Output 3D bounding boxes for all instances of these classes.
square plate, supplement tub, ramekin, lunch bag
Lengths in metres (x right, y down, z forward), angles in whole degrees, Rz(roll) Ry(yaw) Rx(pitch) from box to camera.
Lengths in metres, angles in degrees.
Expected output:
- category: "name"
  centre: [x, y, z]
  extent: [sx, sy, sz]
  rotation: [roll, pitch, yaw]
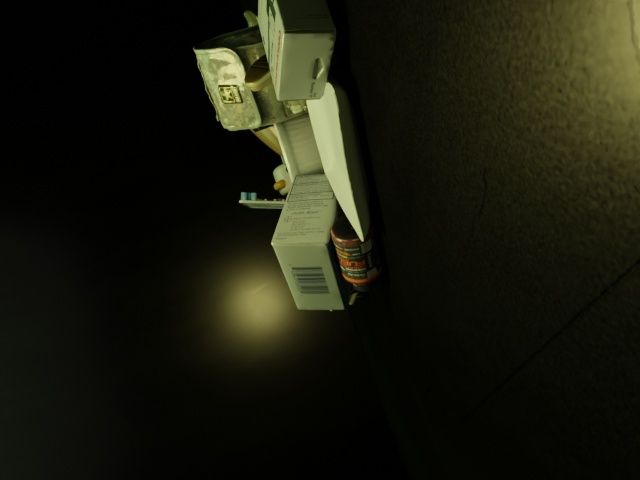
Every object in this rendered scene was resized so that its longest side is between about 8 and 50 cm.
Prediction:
- category: "square plate"
  centre: [0.033, -0.225, 0.966]
  extent: [0.347, 0.049, 0.344]
  rotation: [-113, 6, -52]
- category: "supplement tub"
  centre: [0.094, 0.036, 1.065]
  extent: [0.106, 0.106, 0.197]
  rotation: [-112, 3, -49]
- category: "ramekin"
  centre: [-0.048, -0.274, 1.355]
  extent: [0.277, 0.135, 0.277]
  rotation: [162, 90, -88]
- category: "lunch bag"
  centre: [-0.176, -0.443, 1.192]
  extent: [0.169, 0.287, 0.235]
  rotation: [-112, 4, -47]

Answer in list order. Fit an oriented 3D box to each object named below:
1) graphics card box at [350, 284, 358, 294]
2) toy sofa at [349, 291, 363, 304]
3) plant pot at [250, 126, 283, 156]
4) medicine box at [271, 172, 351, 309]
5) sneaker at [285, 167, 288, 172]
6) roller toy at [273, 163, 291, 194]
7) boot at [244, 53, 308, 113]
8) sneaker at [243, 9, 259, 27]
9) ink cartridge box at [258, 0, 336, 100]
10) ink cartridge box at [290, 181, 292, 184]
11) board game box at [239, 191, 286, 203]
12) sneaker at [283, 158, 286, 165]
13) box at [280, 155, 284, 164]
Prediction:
- category: "graphics card box"
  centre: [0.059, -0.010, 1.591]
  extent: [0.232, 0.094, 0.370]
  rotation: [74, 177, -49]
- category: "toy sofa"
  centre: [0.031, 0.090, 1.767]
  extent: [0.362, 0.177, 0.150]
  rotation: [51, 145, 31]
- category: "plant pot"
  centre: [-0.144, -0.439, 1.662]
  extent: [0.254, 0.237, 0.237]
  rotation: [55, 175, 8]
- category: "medicine box"
  centre: [0.000, 0.000, 1.208]
  extent: [0.289, 0.149, 0.263]
  rotation: [-76, -23, -44]
- category: "sneaker"
  centre: [-0.096, -0.357, 1.861]
  extent: [0.097, 0.135, 0.276]
  rotation: [72, 179, -69]
- category: "roller toy"
  centre: [-0.118, -0.296, 2.086]
  extent: [0.209, 0.191, 0.146]
  rotation: [-13, -97, -75]
- category: "boot"
  centre: [-0.085, -0.377, 1.060]
  extent: [0.077, 0.213, 0.165]
  rotation: [17, 145, 30]
- category: "sneaker"
  centre: [-0.307, -0.861, 2.030]
  extent: [0.158, 0.182, 0.410]
  rotation: [-157, 48, -87]
- category: "ink cartridge box"
  centre: [-0.048, -0.369, 0.751]
  extent: [0.153, 0.087, 0.208]
  rotation: [108, 150, -62]
- category: "ink cartridge box"
  centre: [-0.014, -0.155, 1.512]
  extent: [0.207, 0.097, 0.046]
  rotation: [51, 124, 39]
- category: "board game box"
  centre: [-0.172, -0.189, 2.112]
  extent: [0.390, 0.390, 0.050]
  rotation: [-170, 81, -87]
- category: "sneaker"
  centre: [-0.081, -0.399, 1.783]
  extent: [0.083, 0.118, 0.221]
  rotation: [66, -157, -64]
- category: "box"
  centre: [-0.153, -0.471, 2.310]
  extent: [0.137, 0.126, 0.072]
  rotation: [74, 177, -49]
